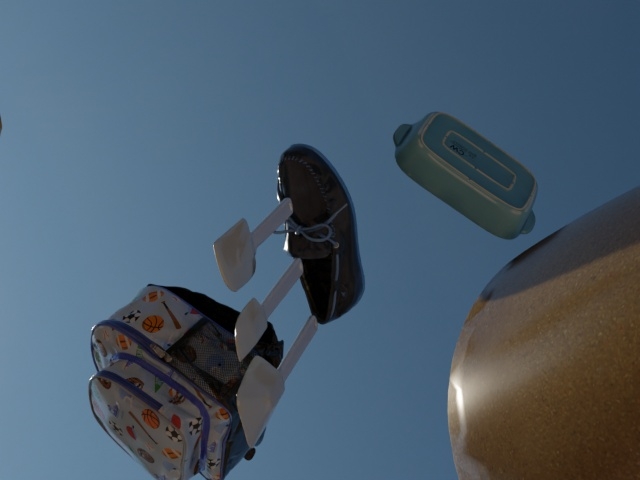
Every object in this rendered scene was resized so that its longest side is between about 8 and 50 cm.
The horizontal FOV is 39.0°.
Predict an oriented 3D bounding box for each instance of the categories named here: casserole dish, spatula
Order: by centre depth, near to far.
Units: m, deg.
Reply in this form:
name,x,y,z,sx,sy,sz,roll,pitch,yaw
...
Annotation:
name,x,y,z,sx,sy,sz,roll,pitch,yaw
spatula,-0.043,0.054,0.775,0.019,0.242,0.168,-10,-79,12
casserole dish,0.167,-0.079,1.003,0.188,0.114,0.037,35,-47,1

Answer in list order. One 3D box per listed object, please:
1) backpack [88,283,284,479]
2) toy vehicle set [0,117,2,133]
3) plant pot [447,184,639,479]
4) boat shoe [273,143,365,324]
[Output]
name,x,y,z,sx,sy,sz,roll,pitch,yaw
backpack,-0.211,0.205,1.291,0.263,0.213,0.276,39,-43,23
toy vehicle set,-0.340,-0.196,0.828,0.166,0.035,0.267,-30,-109,62
plant pot,0.209,0.047,0.354,0.237,0.237,0.254,31,-30,0
boat shoe,0.000,0.000,1.197,0.109,0.089,0.258,2,-56,41
